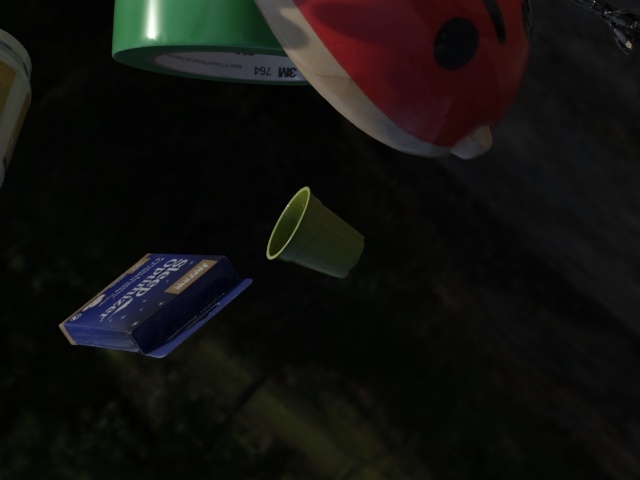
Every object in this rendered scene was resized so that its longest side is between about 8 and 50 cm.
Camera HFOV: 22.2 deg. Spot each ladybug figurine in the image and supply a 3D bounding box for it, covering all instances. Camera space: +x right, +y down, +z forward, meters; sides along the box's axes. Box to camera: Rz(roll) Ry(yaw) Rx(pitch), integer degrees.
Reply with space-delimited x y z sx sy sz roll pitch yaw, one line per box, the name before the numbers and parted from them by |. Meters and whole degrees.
ladybug figurine | 0.070 -0.291 1.577 0.162 0.305 0.449 -31 86 50

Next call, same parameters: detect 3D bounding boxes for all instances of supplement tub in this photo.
supplement tub | -0.432 -0.152 1.973 0.144 0.199 0.144 6 140 5

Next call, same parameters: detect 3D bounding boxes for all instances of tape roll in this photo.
tape roll | -0.081 -0.239 1.909 0.321 0.077 0.321 4 178 0

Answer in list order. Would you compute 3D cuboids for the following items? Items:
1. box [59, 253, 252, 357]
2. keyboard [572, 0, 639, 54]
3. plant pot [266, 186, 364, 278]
box | -0.177 0.066 1.742 0.225 0.136 0.036 2 127 57
keyboard | 0.334 -0.341 1.843 0.317 0.201 0.033 41 -156 28
plant pot | 0.000 0.000 1.668 0.079 0.083 0.083 29 179 -15
